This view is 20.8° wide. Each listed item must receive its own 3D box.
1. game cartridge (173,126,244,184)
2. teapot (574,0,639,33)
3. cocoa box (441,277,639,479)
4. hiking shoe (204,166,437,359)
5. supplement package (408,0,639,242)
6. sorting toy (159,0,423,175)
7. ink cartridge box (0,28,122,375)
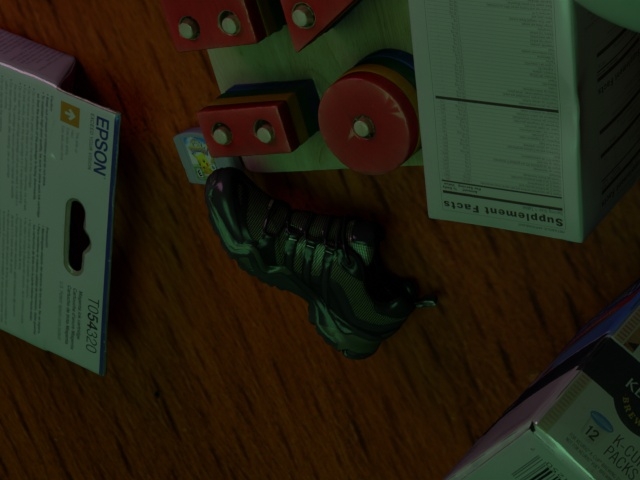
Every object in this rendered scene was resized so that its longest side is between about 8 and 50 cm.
[{"bbox_3d":[-0.105,-0.078,1.614,0.083,0.017,0.056,7,119,52],"label":"game cartridge"},{"bbox_3d":[0.232,-0.268,1.088,0.256,0.252,0.187,26,140,-12],"label":"teapot"},{"bbox_3d":[0.311,0.211,1.339,0.347,0.228,0.231,43,155,5],"label":"cocoa box"},{"bbox_3d":[0.000,0.000,1.563,0.227,0.086,0.114,42,121,-17],"label":"hiking shoe"},{"bbox_3d":[0.159,-0.141,1.324,0.139,0.134,0.244,11,123,29],"label":"supplement package"},{"bbox_3d":[-0.010,-0.168,1.456,0.255,0.089,0.257,-1,116,36],"label":"sorting toy"},{"bbox_3d":[-0.330,-0.060,1.764,0.330,0.071,0.324,22,128,18],"label":"ink cartridge box"}]
